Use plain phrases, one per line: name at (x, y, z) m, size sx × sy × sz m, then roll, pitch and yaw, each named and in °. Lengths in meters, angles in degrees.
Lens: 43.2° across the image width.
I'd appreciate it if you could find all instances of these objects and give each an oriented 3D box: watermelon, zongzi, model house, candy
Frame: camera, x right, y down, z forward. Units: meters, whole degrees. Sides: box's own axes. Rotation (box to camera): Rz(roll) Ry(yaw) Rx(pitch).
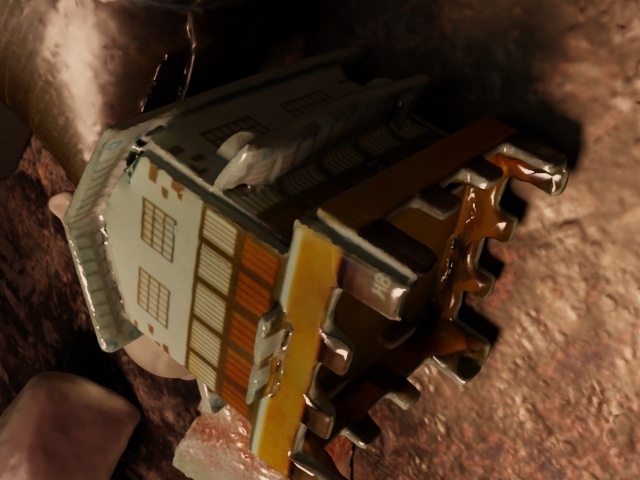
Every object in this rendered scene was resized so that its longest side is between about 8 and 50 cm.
watermelon at (-0.036, 0.143, 0.708) m, size 0.154 × 0.094 × 0.241 m, roll 28°, pitch 124°, yaw 24°
zongzi at (-0.157, -0.286, 0.495) m, size 0.403 × 0.208 × 0.432 m, roll 38°, pitch 126°, yaw -3°
model house at (0.000, 0.000, 0.501) m, size 0.215 × 0.224 × 0.199 m, roll 34°, pitch 132°, yaw 23°
candy at (-0.373, 0.323, 0.971) m, size 0.145 × 0.208 × 0.358 m, roll 33°, pitch 131°, yaw -17°

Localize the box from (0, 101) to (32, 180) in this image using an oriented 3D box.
box at (-0.417, -0.197, 0.787) m, size 0.345 × 0.251 × 0.205 m, roll -40°, pitch 79°, yaw 46°

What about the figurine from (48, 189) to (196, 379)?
figurine at (-0.164, 0.000, 0.728) m, size 0.235 × 0.127 × 0.155 m, roll 48°, pitch 153°, yaw 21°
